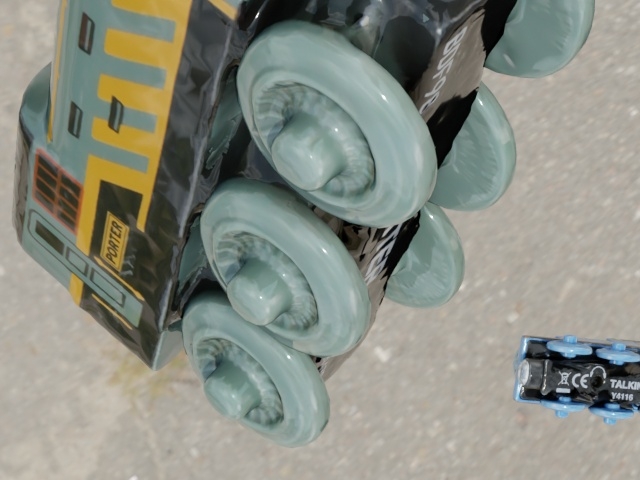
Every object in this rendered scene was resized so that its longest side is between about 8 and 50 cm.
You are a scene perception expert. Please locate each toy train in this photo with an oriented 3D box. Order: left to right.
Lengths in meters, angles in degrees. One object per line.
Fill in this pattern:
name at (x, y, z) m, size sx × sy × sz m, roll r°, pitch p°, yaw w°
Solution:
toy train at (-0.027, -0.052, 0.624) m, size 0.190 × 0.142 × 0.334 m, roll 38°, pitch 148°, yaw 12°
toy train at (0.265, 0.128, 1.518) m, size 0.184 × 0.105 × 0.080 m, roll 5°, pitch 93°, yaw -13°
